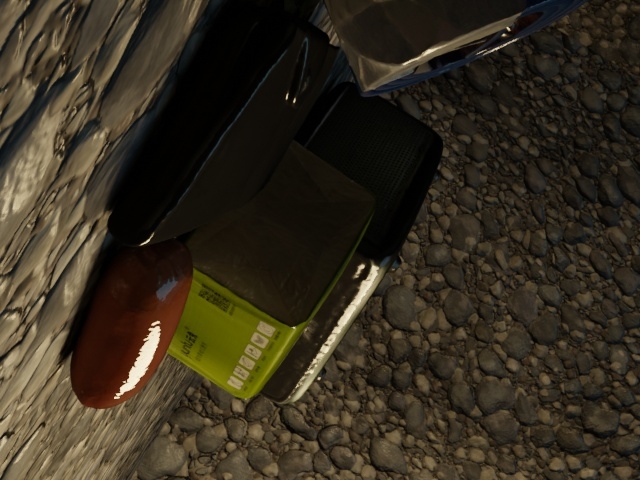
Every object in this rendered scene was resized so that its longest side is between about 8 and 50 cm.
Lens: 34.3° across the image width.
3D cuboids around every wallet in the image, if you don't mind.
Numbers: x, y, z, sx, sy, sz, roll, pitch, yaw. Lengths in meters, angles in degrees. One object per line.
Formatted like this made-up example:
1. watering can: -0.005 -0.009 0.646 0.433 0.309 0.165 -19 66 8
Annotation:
1. wallet: -0.059 -0.095 0.856 0.197 0.051 0.377 -57 178 9

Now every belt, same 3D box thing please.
1. belt: 0.109 -0.211 0.870 0.212 0.117 0.347 -21 -176 4

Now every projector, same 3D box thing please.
1. projector: 0.000 0.000 1.703 0.395 0.242 0.405 -61 179 38

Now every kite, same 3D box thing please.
1. kite: -0.026 -0.194 0.892 0.229 0.012 0.250 -57 179 -8

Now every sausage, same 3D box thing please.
1. sausage: -0.153 0.070 0.831 0.194 0.077 0.077 -59 179 42

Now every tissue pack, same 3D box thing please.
1. tissue pack: -0.073 0.037 1.216 0.200 0.167 0.275 -56 179 -28
